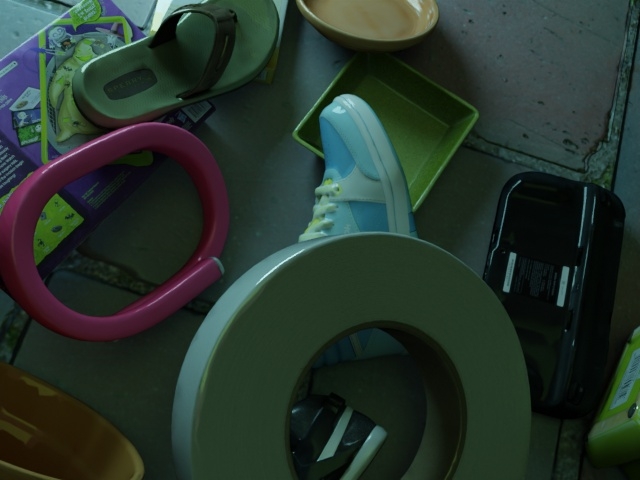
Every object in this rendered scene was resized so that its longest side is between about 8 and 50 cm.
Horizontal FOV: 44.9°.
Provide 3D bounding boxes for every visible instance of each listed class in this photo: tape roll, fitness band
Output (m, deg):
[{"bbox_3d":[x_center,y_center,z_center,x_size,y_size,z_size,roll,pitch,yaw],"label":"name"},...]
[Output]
[{"bbox_3d":[0.046,0.184,0.792,0.391,0.072,0.392,1,87,-25],"label":"tape roll"},{"bbox_3d":[-0.214,-0.011,0.862,0.291,0.054,0.209,-37,111,-40],"label":"fitness band"}]

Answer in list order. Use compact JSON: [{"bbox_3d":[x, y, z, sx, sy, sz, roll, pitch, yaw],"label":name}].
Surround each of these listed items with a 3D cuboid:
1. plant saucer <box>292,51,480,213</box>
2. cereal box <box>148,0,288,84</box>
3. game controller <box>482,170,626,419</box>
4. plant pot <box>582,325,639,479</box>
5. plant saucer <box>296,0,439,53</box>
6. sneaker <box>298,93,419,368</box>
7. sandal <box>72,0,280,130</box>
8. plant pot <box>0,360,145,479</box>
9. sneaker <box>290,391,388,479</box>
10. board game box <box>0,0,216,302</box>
[{"bbox_3d":[0.086,-0.145,1.031,0.188,0.045,0.188,34,70,5],"label":"plant saucer"},{"bbox_3d":[-0.129,-0.343,1.068,0.172,0.047,0.240,11,69,-6],"label":"cereal box"},{"bbox_3d":[0.291,0.060,0.990,0.166,0.067,0.319,12,68,11],"label":"game controller"},{"bbox_3d":[0.442,0.198,0.875,0.207,0.227,0.228,28,70,9],"label":"plant pot"},{"bbox_3d":[0.063,-0.317,1.063,0.199,0.037,0.200,7,48,-7],"label":"plant saucer"},{"bbox_3d":[0.000,0.000,0.898,0.208,0.127,0.319,-15,89,-11],"label":"sneaker"},{"bbox_3d":[-0.156,-0.226,0.936,0.302,0.086,0.120,-40,91,-32],"label":"sandal"},{"bbox_3d":[-0.341,0.244,0.725,0.290,0.291,0.204,28,85,2],"label":"plant pot"},{"bbox_3d":[-0.034,0.267,0.862,0.121,0.079,0.217,35,69,16],"label":"sneaker"},{"bbox_3d":[-0.300,-0.121,0.894,0.208,0.056,0.347,48,55,-15],"label":"board game box"}]
